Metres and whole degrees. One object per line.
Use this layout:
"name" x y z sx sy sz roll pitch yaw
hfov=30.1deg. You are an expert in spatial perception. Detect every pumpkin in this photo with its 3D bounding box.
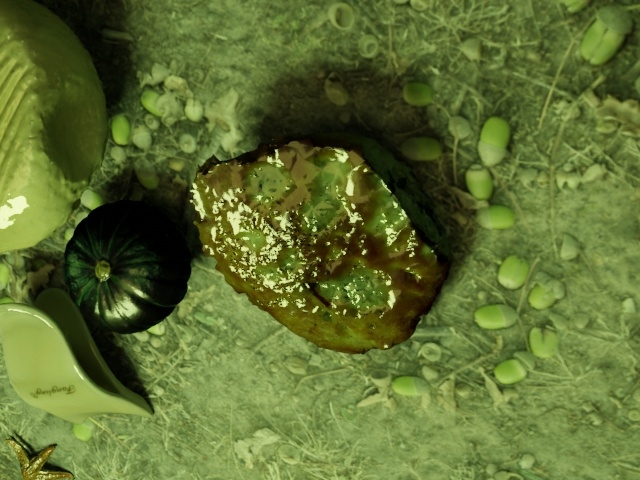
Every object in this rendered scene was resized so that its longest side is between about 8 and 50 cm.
"pumpkin" -0.274 0.036 1.682 0.194 0.150 0.194 6 114 13

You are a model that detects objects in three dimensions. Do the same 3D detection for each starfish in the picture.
"starfish" -0.494 0.407 2.067 0.133 0.041 0.130 14 123 20

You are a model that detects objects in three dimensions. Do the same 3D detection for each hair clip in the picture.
"hair clip" -0.404 0.194 1.858 0.172 0.113 0.282 -9 113 31

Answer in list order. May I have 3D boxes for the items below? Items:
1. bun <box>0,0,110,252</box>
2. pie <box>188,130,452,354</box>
"bun" -0.443 -0.162 1.600 0.352 0.227 0.349 31 101 13
"pie" 0.000 0.000 1.536 0.288 0.103 0.355 -30 112 30
